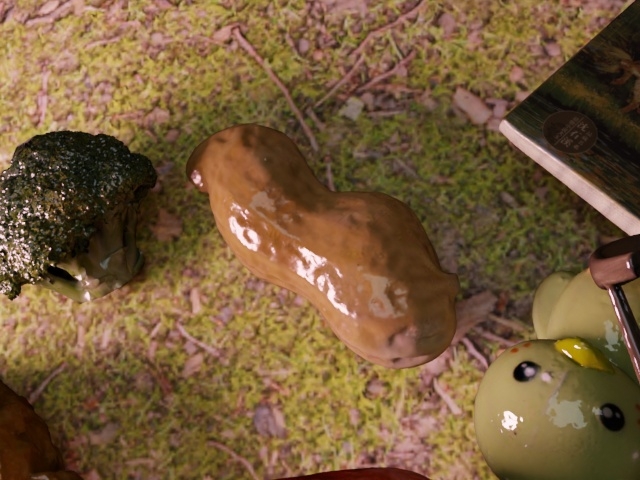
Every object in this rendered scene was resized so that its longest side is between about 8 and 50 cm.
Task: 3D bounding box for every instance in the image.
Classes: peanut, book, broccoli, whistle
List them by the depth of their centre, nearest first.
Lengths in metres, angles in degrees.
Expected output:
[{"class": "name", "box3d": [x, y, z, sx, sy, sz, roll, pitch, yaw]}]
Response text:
[{"class": "whistle", "box3d": [0.206, 0.070, 0.870, 0.141, 0.141, 0.294, 27, 79, 17]}, {"class": "book", "box3d": [0.267, -0.105, 0.930, 0.160, 0.024, 0.228, 40, 65, 20]}, {"class": "peanut", "box3d": [0.000, 0.000, 0.952, 0.263, 0.101, 0.117, 34, 57, 21]}, {"class": "broccoli", "box3d": [-0.207, -0.017, 0.986, 0.162, 0.146, 0.138, -33, 101, -15]}]

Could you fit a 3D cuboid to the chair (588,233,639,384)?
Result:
[{"class": "chair", "box3d": [0.301, 0.088, 0.744, 0.166, 0.188, 0.272, -35, 78, 41]}]

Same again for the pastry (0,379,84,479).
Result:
[{"class": "pastry", "box3d": [-0.295, 0.216, 0.938, 0.235, 0.132, 0.240, 5, 81, 4]}]

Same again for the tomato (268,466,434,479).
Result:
[{"class": "tomato", "box3d": [0.014, 0.307, 0.763, 0.321, 0.321, 0.322, -3, 73, 10]}]
